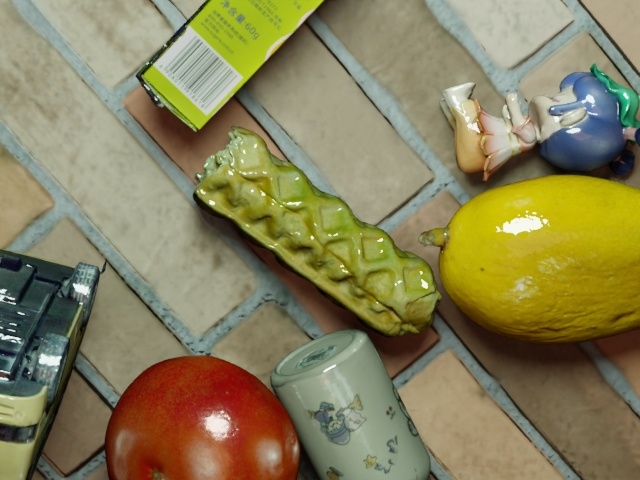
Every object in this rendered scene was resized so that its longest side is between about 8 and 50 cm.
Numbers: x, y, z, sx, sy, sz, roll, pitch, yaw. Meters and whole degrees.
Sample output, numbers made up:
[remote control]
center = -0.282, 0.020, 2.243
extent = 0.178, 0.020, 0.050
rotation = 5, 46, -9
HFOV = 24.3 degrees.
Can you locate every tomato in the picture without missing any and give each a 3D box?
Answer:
[tomato]
center = -0.117, 0.203, 1.417
extent = 0.195, 0.136, 0.195
rotation = 7, 103, 33

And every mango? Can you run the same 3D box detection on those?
[mango]
center = 0.248, 0.022, 1.417
extent = 0.317, 0.119, 0.176
rotation = 4, 123, -4

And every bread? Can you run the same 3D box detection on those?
[bread]
center = 0.001, -0.001, 1.419
extent = 0.269, 0.087, 0.098
rotation = 36, 122, -7

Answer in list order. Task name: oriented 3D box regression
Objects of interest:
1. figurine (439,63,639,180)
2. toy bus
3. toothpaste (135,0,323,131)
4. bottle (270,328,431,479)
[figurine]
center = 0.217, -0.106, 1.414
extent = 0.195, 0.111, 0.102
rotation = -9, 85, 3
[toy bus]
center = -0.303, 0.122, 1.300
extent = 0.177, 0.365, 0.201
rotation = 15, 104, -4
[toothpaste]
center = -0.031, -0.243, 1.360
extent = 0.077, 0.110, 0.327
rotation = 43, 97, -9
[bottle]
center = 0.046, 0.209, 1.462
extent = 0.110, 0.110, 0.233
rotation = -26, 101, 3
